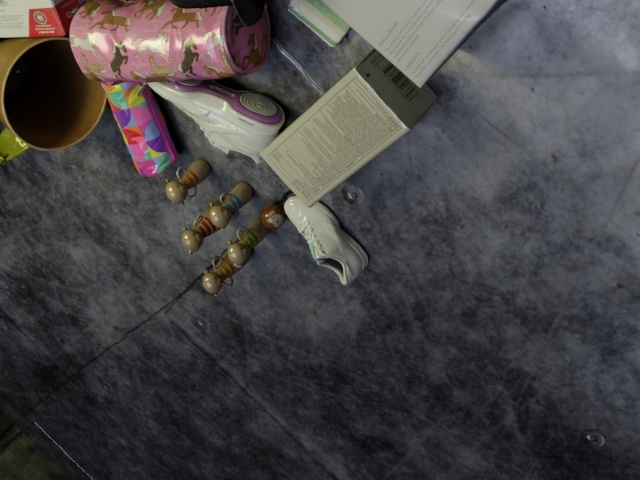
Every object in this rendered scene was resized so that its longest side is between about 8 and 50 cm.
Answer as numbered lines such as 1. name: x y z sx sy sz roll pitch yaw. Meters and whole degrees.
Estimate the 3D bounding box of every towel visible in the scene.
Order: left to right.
1. towel: 0.020 -0.414 1.594 0.113 0.023 0.152 40 136 -2

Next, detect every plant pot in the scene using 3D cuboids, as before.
1. plant pot: -0.624 -0.337 1.994 0.254 0.237 0.237 25 138 40

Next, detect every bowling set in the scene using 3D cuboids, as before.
1. bowling set: -0.190 -0.034 1.964 0.200 0.154 0.287 -7 121 40

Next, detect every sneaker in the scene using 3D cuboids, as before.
1. sneaker: -0.220 -0.248 1.835 0.305 0.114 0.152 29 136 13
2. sneaker: 0.000 0.000 1.900 0.212 0.094 0.080 42 139 -1

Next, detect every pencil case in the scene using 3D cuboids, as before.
1. pencil case: -0.375 -0.251 1.961 0.105 0.104 0.236 6 129 33
2. pencil case: -0.275 -0.377 1.721 0.386 0.160 0.167 5 114 30

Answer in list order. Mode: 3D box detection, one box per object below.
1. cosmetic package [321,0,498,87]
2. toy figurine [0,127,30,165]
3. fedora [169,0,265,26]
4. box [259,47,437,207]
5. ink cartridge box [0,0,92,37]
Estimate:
1. cosmetic package: 0.093 -0.447 1.414 0.385 0.156 0.217 44 138 -1
2. toy figurine: -0.860 -0.258 2.250 0.363 0.191 0.217 -15 110 41
3. fedora: -0.201 -0.486 1.465 0.153 0.334 0.334 -13 120 9
4. box: 0.044 -0.201 1.677 0.148 0.121 0.311 48 138 -8
5. ink cartridge box: -0.588 -0.549 1.849 0.197 0.114 0.272 7 129 31
